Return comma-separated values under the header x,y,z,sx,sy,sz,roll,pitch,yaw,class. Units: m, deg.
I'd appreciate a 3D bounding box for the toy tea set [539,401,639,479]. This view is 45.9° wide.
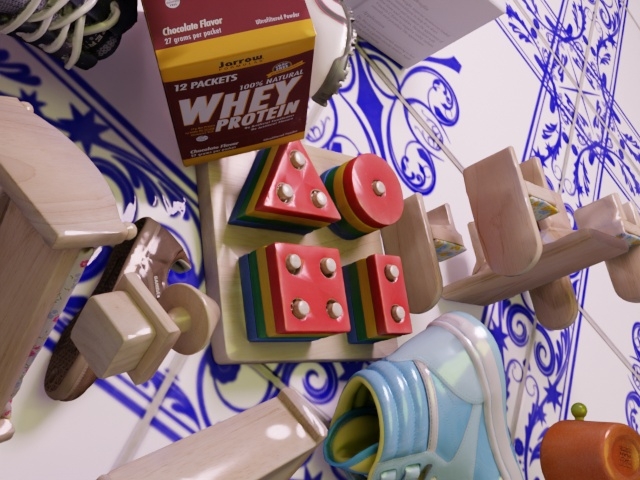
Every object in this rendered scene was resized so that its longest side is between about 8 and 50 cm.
x,y,z,sx,sy,sz,roll,pitch,yaw,class
0.280,0.346,0.821,0.200,0.124,0.336,49,58,-5,toy tea set

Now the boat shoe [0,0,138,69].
x,y,z,sx,sy,sz,roll,pitch,yaw,class
-0.215,-0.199,0.583,0.158,0.127,0.340,46,13,-27,boat shoe

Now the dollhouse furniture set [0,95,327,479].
x,y,z,sx,sy,sz,roll,pitch,yaw,class
-0.191,0.077,0.556,0.355,0.303,0.174,47,29,22,dollhouse furniture set

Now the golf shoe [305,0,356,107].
x,y,z,sx,sy,sz,roll,pitch,yaw,class
-0.031,-0.287,0.931,0.120,0.105,0.273,5,63,-27,golf shoe

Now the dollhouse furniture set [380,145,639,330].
x,y,z,sx,sy,sz,roll,pitch,yaw,class
0.346,0.038,0.929,0.362,0.394,0.256,12,59,-45,dollhouse furniture set

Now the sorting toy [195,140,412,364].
x,y,z,sx,sy,sz,roll,pitch,yaw,class
0.000,0.000,0.833,0.257,0.089,0.255,7,69,-43,sorting toy

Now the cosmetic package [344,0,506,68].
x,y,z,sx,sy,sz,roll,pitch,yaw,class
0.140,-0.369,1.056,0.151,0.183,0.151,25,57,-37,cosmetic package

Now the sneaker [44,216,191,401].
x,y,z,sx,sy,sz,roll,pitch,yaw,class
-0.165,0.065,0.657,0.071,0.066,0.188,42,49,-27,sneaker

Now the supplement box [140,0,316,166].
x,y,z,sx,sy,sz,roll,pitch,yaw,class
-0.095,-0.203,0.702,0.129,0.194,0.191,-14,74,-9,supplement box

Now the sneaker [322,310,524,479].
x,y,z,sx,sy,sz,roll,pitch,yaw,class
0.109,0.255,0.834,0.208,0.127,0.319,-21,105,-26,sneaker
